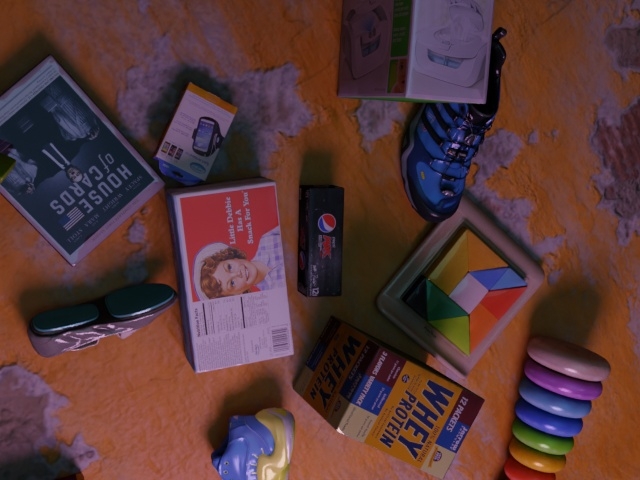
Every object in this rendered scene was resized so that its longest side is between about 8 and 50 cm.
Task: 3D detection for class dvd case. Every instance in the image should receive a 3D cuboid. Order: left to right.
[{"bbox_3d":[-0.359,-0.108,1.285,0.179,0.029,0.238,-43,109,-8],"label":"dvd case"}]

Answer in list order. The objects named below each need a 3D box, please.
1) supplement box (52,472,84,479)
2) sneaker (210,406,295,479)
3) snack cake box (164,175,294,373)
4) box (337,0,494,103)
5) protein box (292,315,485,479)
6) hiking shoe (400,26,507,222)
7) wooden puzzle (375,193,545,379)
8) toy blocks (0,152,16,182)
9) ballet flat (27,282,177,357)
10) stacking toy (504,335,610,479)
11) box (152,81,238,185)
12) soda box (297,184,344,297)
[{"bbox_3d":[-0.419,0.416,1.317,0.188,0.081,0.104,-13,103,-17],"label":"supplement box"},{"bbox_3d":[-0.108,0.370,1.432,0.126,0.091,0.240,5,98,-2],"label":"sneaker"},{"bbox_3d":[-0.134,0.047,1.358,0.152,0.089,0.264,-8,101,-16],"label":"snack cake box"},{"bbox_3d":[0.132,-0.311,1.304,0.127,0.262,0.231,0,99,-20],"label":"box"},{"bbox_3d":[0.098,0.234,1.409,0.200,0.201,0.136,29,88,-21],"label":"protein box"},{"bbox_3d":[0.203,-0.174,1.419,0.113,0.132,0.304,6,96,-20],"label":"hiking shoe"},{"bbox_3d":[0.237,0.079,1.519,0.221,0.044,0.238,40,84,-20],"label":"wooden puzzle"},{"bbox_3d":[-0.584,-0.076,1.109,0.381,0.190,0.261,25,119,-11],"label":"toy blocks"},{"bbox_3d":[-0.308,0.115,1.327,0.213,0.072,0.068,-14,130,-17],"label":"ballet flat"},{"bbox_3d":[0.374,0.337,1.567,0.141,0.141,0.330,13,98,-21],"label":"stacking toy"},{"bbox_3d":[-0.183,-0.148,1.332,0.081,0.028,0.136,27,81,-21],"label":"box"},{"bbox_3d":[0.000,0.000,1.417,0.060,0.053,0.169,-2,100,-20],"label":"soda box"}]
